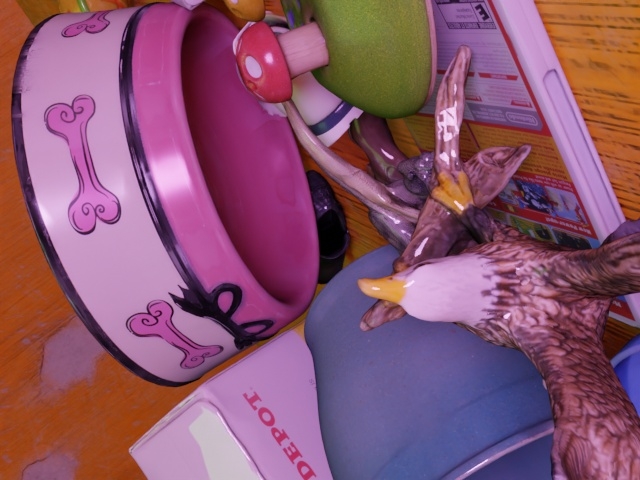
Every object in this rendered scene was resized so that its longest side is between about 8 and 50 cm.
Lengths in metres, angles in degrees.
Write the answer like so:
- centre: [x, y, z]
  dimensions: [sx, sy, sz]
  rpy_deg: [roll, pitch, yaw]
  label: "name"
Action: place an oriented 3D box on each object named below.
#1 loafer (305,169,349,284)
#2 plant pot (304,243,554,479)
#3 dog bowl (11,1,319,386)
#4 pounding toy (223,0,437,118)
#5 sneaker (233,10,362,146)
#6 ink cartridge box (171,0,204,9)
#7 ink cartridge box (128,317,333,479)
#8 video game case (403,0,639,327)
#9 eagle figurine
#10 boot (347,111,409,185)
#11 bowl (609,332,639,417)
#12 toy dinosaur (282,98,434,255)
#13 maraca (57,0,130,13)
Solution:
- centre: [0.000, 0.000, 1.153]
  dimensions: [0.078, 0.076, 0.223]
  rpy_deg: [53, 166, 31]
  label: "loafer"
- centre: [0.115, 0.145, 0.808]
  dimensions: [0.255, 0.271, 0.271]
  rpy_deg: [61, 175, 39]
  label: "plant pot"
- centre: [-0.131, -0.064, 0.915]
  dimensions: [0.408, 0.150, 0.408]
  rpy_deg: [-16, -90, -75]
  label: "dog bowl"
- centre: [-0.019, -0.175, 0.549]
  dimensions: [0.183, 0.110, 0.237]
  rpy_deg: [-127, 18, -61]
  label: "pounding toy"
- centre: [-0.034, -0.157, 0.746]
  dimensions: [0.095, 0.090, 0.235]
  rpy_deg: [35, -177, -28]
  label: "sneaker"
- centre: [-0.169, -0.325, 0.840]
  dimensions: [0.208, 0.087, 0.153]
  rpy_deg: [37, 161, 46]
  label: "ink cartridge box"
- centre: [0.025, 0.230, 0.975]
  dimensions: [0.160, 0.384, 0.279]
  rpy_deg: [-42, 80, 36]
  label: "ink cartridge box"
- centre: [0.127, -0.072, 0.648]
  dimensions: [0.285, 0.025, 0.204]
  rpy_deg: [58, 165, -25]
  label: "video game case"
- centre: [0.128, 0.037, 0.445]
  dimensions: [0.298, 0.225, 0.226]
  rpy_deg: [27, 141, 59]
  label: "eagle figurine"
- centre: [0.077, -0.064, 0.713]
  dimensions: [0.114, 0.037, 0.106]
  rpy_deg: [34, 158, 44]
  label: "boot"
- centre: [0.340, 0.187, 0.506]
  dimensions: [0.391, 0.077, 0.391]
  rpy_deg: [48, 166, 16]
  label: "bowl"
- centre: [0.070, -0.021, 0.647]
  dimensions: [0.268, 0.064, 0.118]
  rpy_deg: [43, 164, -27]
  label: "toy dinosaur"
- centre: [-0.334, -0.363, 1.293]
  dimensions: [0.186, 0.099, 0.127]
  rpy_deg: [-104, -6, -46]
  label: "maraca"
